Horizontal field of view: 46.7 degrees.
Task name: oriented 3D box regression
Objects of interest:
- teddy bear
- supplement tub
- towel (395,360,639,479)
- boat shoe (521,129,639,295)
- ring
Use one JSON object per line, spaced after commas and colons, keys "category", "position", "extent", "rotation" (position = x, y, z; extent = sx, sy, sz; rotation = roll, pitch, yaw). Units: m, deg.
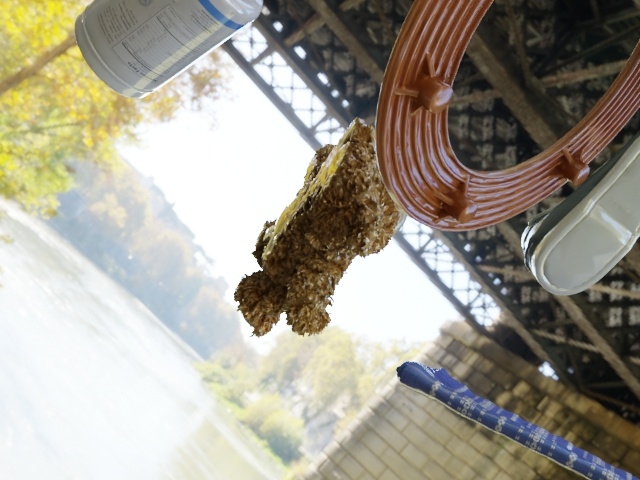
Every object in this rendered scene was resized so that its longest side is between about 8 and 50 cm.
{"category": "teddy bear", "position": [0.000, 0.000, 0.903], "extent": [0.113, 0.338, 0.245], "rotation": [28, 35, -15]}
{"category": "supplement tub", "position": [-0.097, -0.147, 0.477], "extent": [0.071, 0.107, 0.071], "rotation": [41, 34, -37]}
{"category": "towel", "position": [0.252, 0.219, 0.820], "extent": [0.336, 0.040, 0.243], "rotation": [24, -6, 21]}
{"category": "boat shoe", "position": [0.360, -0.073, 0.849], "extent": [0.116, 0.319, 0.099], "rotation": [41, 13, -19]}
{"category": "ring", "position": [0.186, -0.136, 0.557], "extent": [0.032, 0.336, 0.337], "rotation": [48, -8, 35]}
